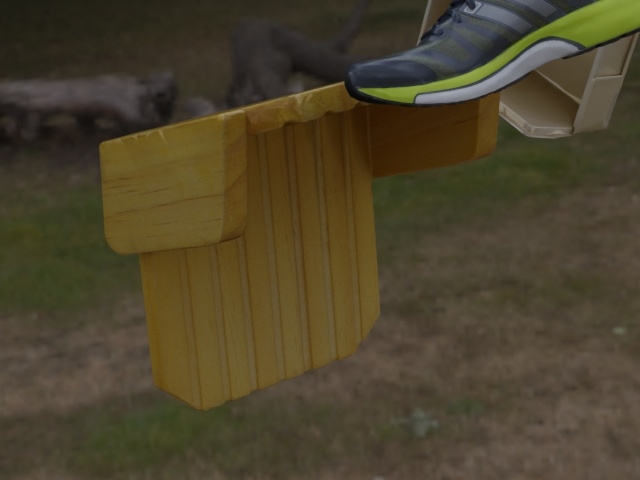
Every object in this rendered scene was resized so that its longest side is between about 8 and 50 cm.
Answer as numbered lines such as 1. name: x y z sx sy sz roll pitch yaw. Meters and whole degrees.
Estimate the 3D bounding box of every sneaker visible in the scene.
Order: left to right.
1. sneaker: 0.150 -0.199 1.304 0.300 0.121 0.111 -24 12 -14

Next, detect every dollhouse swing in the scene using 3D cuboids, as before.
1. dollhouse swing: 0.000 0.000 1.520 0.347 0.304 0.315 -17 7 -36

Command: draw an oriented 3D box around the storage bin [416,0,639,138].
1. storage bin: 0.263 -0.295 1.826 0.123 0.262 0.260 -8 37 -32
